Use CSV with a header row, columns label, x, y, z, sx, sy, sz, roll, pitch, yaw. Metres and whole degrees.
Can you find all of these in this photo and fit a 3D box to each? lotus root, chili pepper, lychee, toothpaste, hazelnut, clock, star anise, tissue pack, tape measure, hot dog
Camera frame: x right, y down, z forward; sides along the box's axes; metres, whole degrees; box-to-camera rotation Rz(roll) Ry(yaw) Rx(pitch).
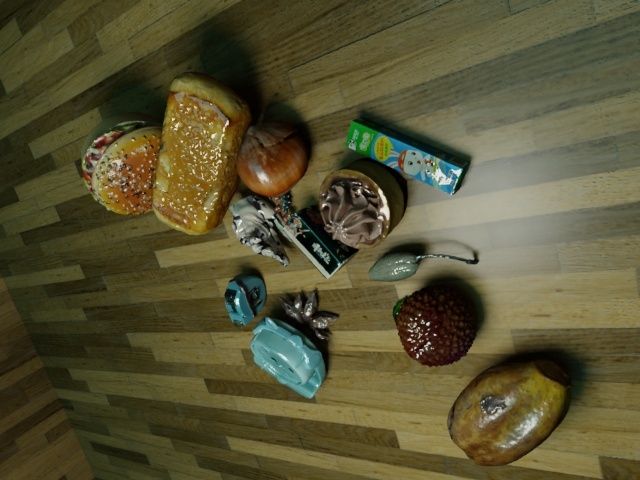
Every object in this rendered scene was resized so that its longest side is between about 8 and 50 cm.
label,x,y,z,sx,sy,sz,roll,pitch,yaw
lotus root,0.401,0.357,1.033,0.193,0.193,0.291,44,127,10
chili pepper,0.199,0.194,1.185,0.055,0.035,0.118,15,115,46
lychee,0.253,0.194,1.060,0.188,0.188,0.188,13,117,28
toothpaste,0.180,-0.183,1.025,0.266,0.050,0.065,29,126,21
hazelnut,-0.120,-0.194,1.149,0.182,0.182,0.182,13,117,28
clock,-0.100,0.316,1.339,0.223,0.094,0.274,25,149,23
star anise,-0.038,0.232,1.339,0.195,0.065,0.183,-15,106,29
tissue pack,0.001,0.001,1.188,0.170,0.103,0.090,49,124,6
tape measure,-0.217,0.163,1.388,0.080,0.125,0.146,7,126,34
hot dog,-0.290,-0.223,1.211,0.185,0.223,0.405,22,121,0

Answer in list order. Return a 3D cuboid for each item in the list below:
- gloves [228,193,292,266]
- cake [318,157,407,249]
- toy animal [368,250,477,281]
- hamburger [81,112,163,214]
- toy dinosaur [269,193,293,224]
label,x,y,z,sx,sy,sz,roll,pitch,yaw
gloves,-0.152,-0.018,1.278,0.111,0.127,0.212,-31,87,47
cake,0.075,-0.076,1.063,0.185,0.178,0.208,22,118,25
toy animal,0.216,0.051,1.084,0.252,0.079,0.070,-14,96,35
hamburger,-0.504,-0.200,1.319,0.176,0.300,0.300,47,129,27
toy dinosaur,-0.105,-0.110,1.243,0.055,0.049,0.154,-16,89,3
